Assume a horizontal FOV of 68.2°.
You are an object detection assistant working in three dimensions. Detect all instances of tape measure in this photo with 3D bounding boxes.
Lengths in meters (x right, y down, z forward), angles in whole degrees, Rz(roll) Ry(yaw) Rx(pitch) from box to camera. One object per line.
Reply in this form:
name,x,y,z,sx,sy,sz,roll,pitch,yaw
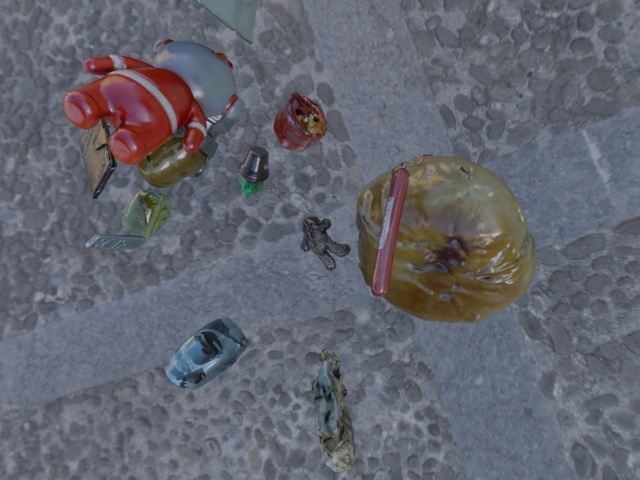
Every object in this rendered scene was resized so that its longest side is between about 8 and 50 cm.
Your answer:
tape measure,-0.372,0.382,1.571,0.256,0.275,0.147,-45,78,22

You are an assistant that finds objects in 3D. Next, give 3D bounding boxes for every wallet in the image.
wallet,-0.565,-0.221,1.192,0.122,0.031,0.232,-47,51,23

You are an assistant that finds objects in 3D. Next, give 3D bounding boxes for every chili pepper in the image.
chili pepper,-0.043,-0.206,0.862,0.084,0.192,0.086,3,88,-15

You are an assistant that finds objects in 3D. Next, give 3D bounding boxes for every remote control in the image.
remote control,-0.517,0.001,1.201,0.050,0.184,0.027,-38,79,11

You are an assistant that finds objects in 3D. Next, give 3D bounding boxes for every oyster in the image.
oyster,0.042,0.423,1.207,0.094,0.166,0.294,6,69,-15

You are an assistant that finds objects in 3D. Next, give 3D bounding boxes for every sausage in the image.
sausage,0.122,-0.019,0.826,0.034,0.034,0.253,10,80,18

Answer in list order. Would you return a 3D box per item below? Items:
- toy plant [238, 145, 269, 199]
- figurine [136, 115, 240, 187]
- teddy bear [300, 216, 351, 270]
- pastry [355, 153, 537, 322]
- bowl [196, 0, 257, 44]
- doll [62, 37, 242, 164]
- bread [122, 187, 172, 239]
toy plant,-0.227,-0.212,1.587,0.105,0.143,0.200,10,123,-12
figurine,-0.357,-0.260,1.227,0.167,0.342,0.285,37,89,31
teddy bear,-0.004,0.001,1.269,0.119,0.078,0.160,-51,61,23
pastry,0.263,-0.004,1.031,0.410,0.245,0.409,18,135,19
bowl,-0.211,-0.506,0.829,0.313,0.313,0.146,41,103,15
doll,-0.232,-0.233,0.740,0.200,0.336,0.105,38,132,-5
bread,-0.502,-0.086,1.362,0.103,0.110,0.156,26,56,3
